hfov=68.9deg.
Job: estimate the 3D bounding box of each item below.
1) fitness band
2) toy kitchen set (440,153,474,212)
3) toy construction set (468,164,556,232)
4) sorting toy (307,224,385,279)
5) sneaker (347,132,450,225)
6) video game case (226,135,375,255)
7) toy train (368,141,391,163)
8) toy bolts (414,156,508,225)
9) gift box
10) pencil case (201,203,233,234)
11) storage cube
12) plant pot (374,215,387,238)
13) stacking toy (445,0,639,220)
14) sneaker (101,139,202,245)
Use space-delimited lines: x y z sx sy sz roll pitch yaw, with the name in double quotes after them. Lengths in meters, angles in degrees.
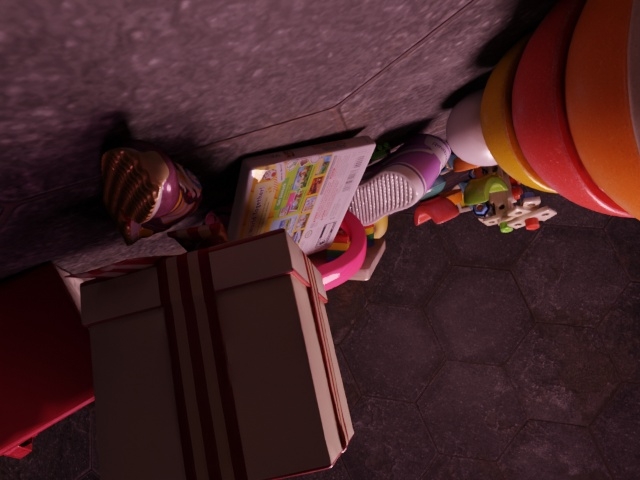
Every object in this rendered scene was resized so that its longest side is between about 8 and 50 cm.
-0.057 0.018 0.838 0.291 0.209 0.054 -21 134 -20 "fitness band"
0.315 -0.132 1.243 0.207 0.166 0.122 -24 176 -13 "toy kitchen set"
0.482 -0.147 1.155 0.215 0.328 0.151 -16 139 35 "toy construction set"
0.000 0.000 1.033 0.257 0.089 0.255 2 -166 15 "sorting toy"
0.127 -0.117 0.879 0.161 0.102 0.282 -47 -159 -26 "sneaker"
-0.038 -0.043 0.679 0.206 0.026 0.227 -19 148 -34 "video game case"
0.084 -0.143 0.796 0.083 0.024 0.017 -23 175 -12 "toy train"
0.271 -0.144 1.066 0.228 0.158 0.218 -26 -171 -30 "toy bolts"
-0.123 0.131 0.533 0.276 0.258 0.255 -12 163 1 "gift box"
-0.082 -0.032 0.762 0.209 0.095 0.098 -20 132 -28 "pencil case"
-0.401 0.168 0.648 0.193 0.215 0.183 -30 177 -19 "storage cube"
0.109 -0.077 1.159 0.134 0.134 0.095 -23 148 -21 "plant pot"
0.320 -0.167 0.559 0.350 0.351 0.480 -24 -167 -14 "stacking toy"
-0.146 -0.051 0.429 0.084 0.070 0.185 -32 -174 -30 "sneaker"
